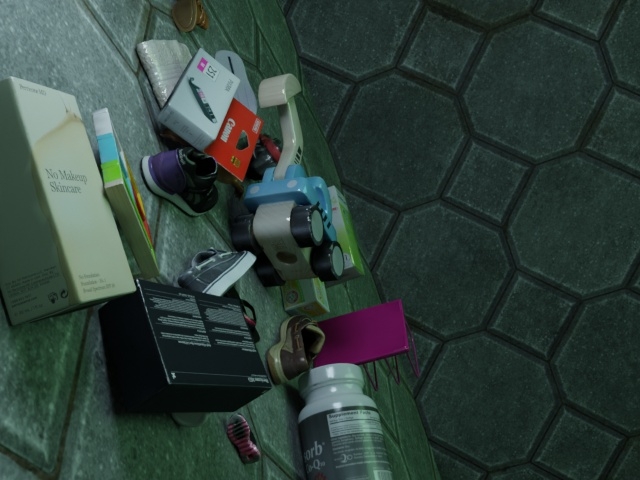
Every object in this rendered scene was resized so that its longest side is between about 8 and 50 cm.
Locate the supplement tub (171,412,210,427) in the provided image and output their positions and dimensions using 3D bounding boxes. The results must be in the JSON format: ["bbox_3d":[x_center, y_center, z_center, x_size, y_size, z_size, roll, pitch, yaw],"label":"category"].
[{"bbox_3d":[-0.223,0.275,1.265,0.107,0.071,0.071,-82,150,-62],"label":"supplement tub"}]

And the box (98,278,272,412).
[{"bbox_3d":[-0.218,0.183,1.173,0.261,0.103,0.184,22,36,-56],"label":"box"}]

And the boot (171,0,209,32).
[{"bbox_3d":[-0.357,-0.635,1.990,0.152,0.072,0.197,51,26,-65],"label":"boot"}]

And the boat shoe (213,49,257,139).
[{"bbox_3d":[-0.246,-0.380,1.950,0.119,0.121,0.335,114,-25,-47],"label":"boat shoe"}]

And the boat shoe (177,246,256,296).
[{"bbox_3d":[-0.225,0.062,1.506,0.102,0.108,0.301,45,18,-2],"label":"boat shoe"}]

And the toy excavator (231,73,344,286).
[{"bbox_3d":[-0.083,-0.158,1.894,0.433,0.222,0.445,61,30,-43],"label":"toy excavator"}]

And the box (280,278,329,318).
[{"bbox_3d":[-0.055,0.120,2.086,0.114,0.103,0.203,49,26,-59],"label":"box"}]

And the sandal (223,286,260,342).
[{"bbox_3d":[-0.179,0.167,1.654,0.067,0.040,0.179,-79,148,-65],"label":"sandal"}]

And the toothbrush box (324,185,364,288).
[{"bbox_3d":[0.000,0.000,2.252,0.122,0.206,0.283,42,32,-63],"label":"toothbrush box"}]

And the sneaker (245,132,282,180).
[{"bbox_3d":[-0.181,-0.247,2.108,0.098,0.135,0.276,53,-4,-20],"label":"sneaker"}]

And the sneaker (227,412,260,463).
[{"bbox_3d":[-0.156,0.395,1.441,0.057,0.047,0.119,-95,169,-67],"label":"sneaker"}]

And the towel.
[{"bbox_3d":[-0.350,-0.394,1.729,0.282,0.049,0.187,-59,129,-73],"label":"towel"}]

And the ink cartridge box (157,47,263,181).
[{"bbox_3d":[-0.234,-0.297,1.655,0.238,0.060,0.275,36,37,-21],"label":"ink cartridge box"}]

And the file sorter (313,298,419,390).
[{"bbox_3d":[0.144,0.348,2.178,0.202,0.290,0.182,-92,162,-51],"label":"file sorter"}]

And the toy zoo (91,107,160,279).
[{"bbox_3d":[-0.334,-0.095,1.197,0.293,0.030,0.192,-119,-166,-49],"label":"toy zoo"}]

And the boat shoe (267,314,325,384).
[{"bbox_3d":[-0.043,0.275,1.876,0.342,0.123,0.123,-43,113,-76],"label":"boat shoe"}]

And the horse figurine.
[{"bbox_3d":[-0.260,-0.196,1.670,0.263,0.066,0.174,45,4,-19],"label":"horse figurine"}]

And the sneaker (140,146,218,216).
[{"bbox_3d":[-0.264,-0.128,1.539,0.283,0.124,0.107,25,48,-72],"label":"sneaker"}]

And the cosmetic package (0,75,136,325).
[{"bbox_3d":[-0.383,-0.052,0.984,0.160,0.113,0.310,-12,84,-78],"label":"cosmetic package"}]

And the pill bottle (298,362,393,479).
[{"bbox_3d":[0.056,0.510,1.768,0.210,0.210,0.363,49,25,-57],"label":"pill bottle"}]
